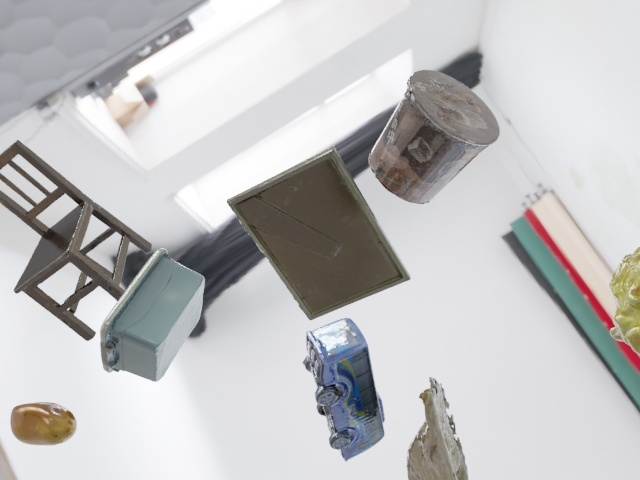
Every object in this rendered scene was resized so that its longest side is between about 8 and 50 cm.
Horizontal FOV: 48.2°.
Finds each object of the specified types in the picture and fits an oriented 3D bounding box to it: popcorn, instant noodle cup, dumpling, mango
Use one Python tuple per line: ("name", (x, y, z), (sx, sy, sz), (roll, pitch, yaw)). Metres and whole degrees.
("popcorn", (0.595, 0.109, 1.200), (0.181, 0.235, 0.217), (26, 23, -31))
("instant noodle cup", (0.220, -0.204, 1.470), (0.218, 0.217, 0.207), (58, -45, 24))
("dumpling", (0.169, 0.347, 1.020), (0.166, 0.085, 0.333), (-35, 115, -80))
("mango", (-0.400, 0.266, 1.037), (0.080, 0.114, 0.061), (12, 77, -46))

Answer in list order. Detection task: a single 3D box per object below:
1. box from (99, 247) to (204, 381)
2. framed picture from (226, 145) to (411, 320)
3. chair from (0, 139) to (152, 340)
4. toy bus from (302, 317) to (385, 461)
("box", (-0.315, 0.143, 1.342), (0.129, 0.227, 0.162), (22, -42, 5))
("framed picture", (0.000, 0.000, 1.351), (0.315, 0.231, 0.024), (57, 20, -27))
("chair", (-0.626, 0.006, 1.679), (0.416, 0.203, 0.241), (42, 30, -30))
("toy bus", (0.037, 0.220, 1.028), (0.079, 0.094, 0.237), (-115, -171, -49))
